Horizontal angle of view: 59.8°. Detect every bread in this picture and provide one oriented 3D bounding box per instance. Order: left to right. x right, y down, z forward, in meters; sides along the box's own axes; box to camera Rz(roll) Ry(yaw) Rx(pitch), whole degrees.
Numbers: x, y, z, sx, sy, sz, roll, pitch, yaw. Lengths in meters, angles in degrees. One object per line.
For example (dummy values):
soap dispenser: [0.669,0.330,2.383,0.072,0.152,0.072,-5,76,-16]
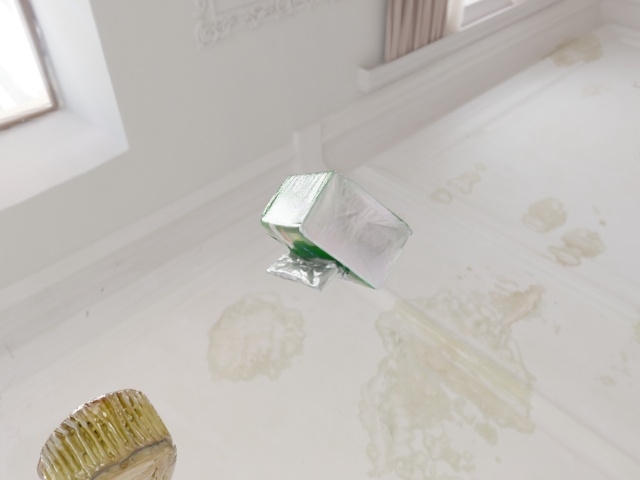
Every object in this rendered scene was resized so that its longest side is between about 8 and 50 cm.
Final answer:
bread: [-0.245,0.255,0.637,0.132,0.190,0.114,-21,-129,-41]

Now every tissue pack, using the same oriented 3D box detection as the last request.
tissue pack: [0.001,0.001,0.813,0.156,0.148,0.209,-59,-159,-8]
